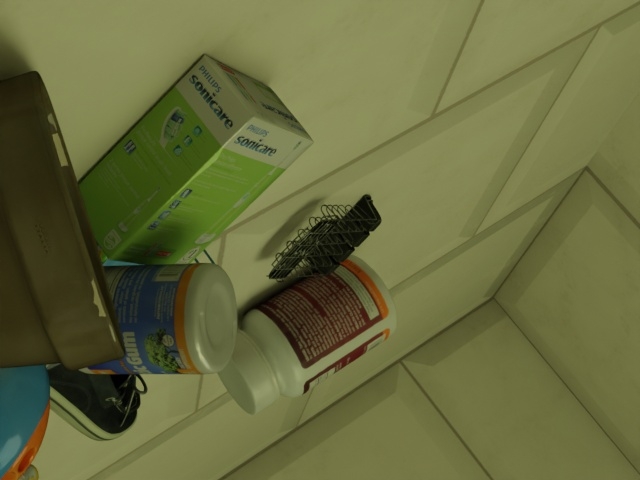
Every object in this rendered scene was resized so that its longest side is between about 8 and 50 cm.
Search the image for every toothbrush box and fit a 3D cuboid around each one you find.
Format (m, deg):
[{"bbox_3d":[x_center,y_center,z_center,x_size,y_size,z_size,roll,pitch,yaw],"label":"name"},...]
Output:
[{"bbox_3d":[-0.177,-0.099,1.432,0.283,0.122,0.206,-42,162,15],"label":"toothbrush box"}]

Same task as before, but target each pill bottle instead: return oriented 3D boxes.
[{"bbox_3d":[-0.040,0.215,2.319,0.392,0.224,0.224,-30,161,-23],"label":"pill bottle"},{"bbox_3d":[-0.265,0.109,1.412,0.272,0.152,0.152,-3,171,18],"label":"pill bottle"}]

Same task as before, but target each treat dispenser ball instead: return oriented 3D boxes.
[{"bbox_3d":[-0.479,0.199,1.258,0.288,0.288,0.288,-34,162,-13],"label":"treat dispenser ball"}]

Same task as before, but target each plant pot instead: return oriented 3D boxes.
[{"bbox_3d":[-0.384,0.014,1.076,0.280,0.323,0.323,-18,158,-11],"label":"plant pot"}]

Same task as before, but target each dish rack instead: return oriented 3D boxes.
[{"bbox_3d":[0.000,0.000,2.119,0.208,0.074,0.271,-47,159,24],"label":"dish rack"}]

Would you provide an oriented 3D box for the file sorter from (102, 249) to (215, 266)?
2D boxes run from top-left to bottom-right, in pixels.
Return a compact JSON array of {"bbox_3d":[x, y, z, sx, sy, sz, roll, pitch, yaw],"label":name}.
[{"bbox_3d":[-0.268,0.054,1.667,0.118,0.104,0.170,-47,160,24],"label":"file sorter"}]

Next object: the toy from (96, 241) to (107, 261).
[{"bbox_3d":[-0.370,0.010,1.427,0.137,0.056,0.237,-34,171,14],"label":"toy"}]

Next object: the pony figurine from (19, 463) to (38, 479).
[{"bbox_3d":[-0.558,0.404,1.595,0.302,0.363,0.351,-2,123,1],"label":"pony figurine"}]

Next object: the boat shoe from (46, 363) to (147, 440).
[{"bbox_3d":[-0.380,0.210,1.719,0.156,0.187,0.500,-30,157,-5],"label":"boat shoe"}]
